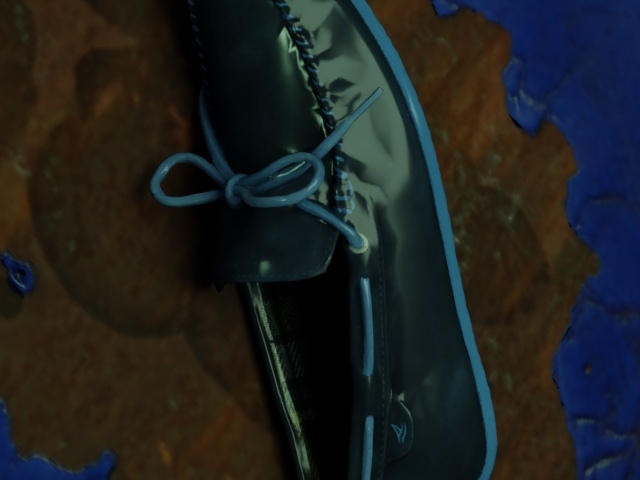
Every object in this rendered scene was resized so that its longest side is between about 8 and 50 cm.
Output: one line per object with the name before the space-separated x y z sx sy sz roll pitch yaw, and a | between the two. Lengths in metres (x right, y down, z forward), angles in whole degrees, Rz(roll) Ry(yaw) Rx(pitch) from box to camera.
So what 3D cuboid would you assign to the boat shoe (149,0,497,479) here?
boat shoe | 0.000 0.000 0.759 0.089 0.109 0.258 -24 94 -35
